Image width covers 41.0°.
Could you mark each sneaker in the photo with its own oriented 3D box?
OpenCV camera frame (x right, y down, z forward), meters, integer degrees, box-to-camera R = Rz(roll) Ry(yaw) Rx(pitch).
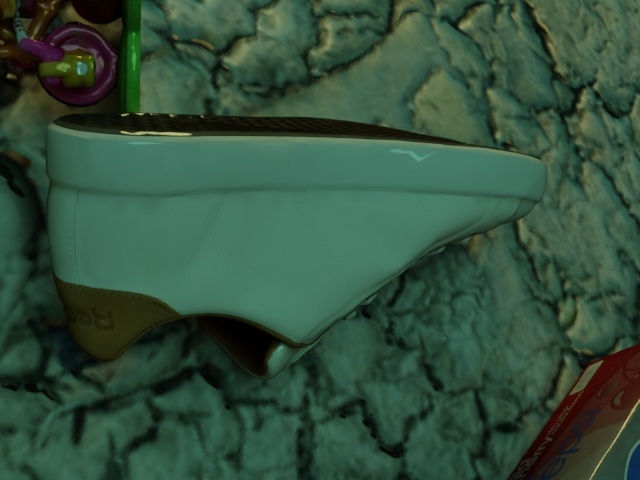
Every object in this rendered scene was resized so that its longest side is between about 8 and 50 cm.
[{"bbox_3d":[0.000,0.000,0.442,0.290,0.106,0.123,-4,105,-35],"label":"sneaker"}]

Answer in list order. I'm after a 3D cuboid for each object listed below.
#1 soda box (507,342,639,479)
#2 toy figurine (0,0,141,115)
[{"bbox_3d":[0.130,0.166,0.425,0.092,0.083,0.263,48,58,0],"label":"soda box"},{"bbox_3d":[-0.165,-0.132,0.409,0.159,0.130,0.173,0,93,-12],"label":"toy figurine"}]
